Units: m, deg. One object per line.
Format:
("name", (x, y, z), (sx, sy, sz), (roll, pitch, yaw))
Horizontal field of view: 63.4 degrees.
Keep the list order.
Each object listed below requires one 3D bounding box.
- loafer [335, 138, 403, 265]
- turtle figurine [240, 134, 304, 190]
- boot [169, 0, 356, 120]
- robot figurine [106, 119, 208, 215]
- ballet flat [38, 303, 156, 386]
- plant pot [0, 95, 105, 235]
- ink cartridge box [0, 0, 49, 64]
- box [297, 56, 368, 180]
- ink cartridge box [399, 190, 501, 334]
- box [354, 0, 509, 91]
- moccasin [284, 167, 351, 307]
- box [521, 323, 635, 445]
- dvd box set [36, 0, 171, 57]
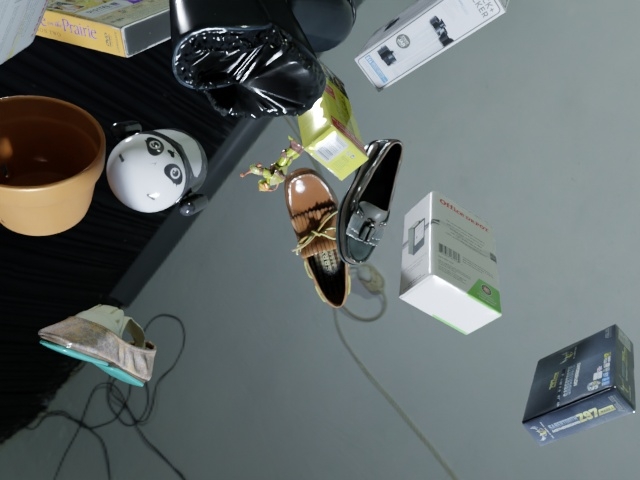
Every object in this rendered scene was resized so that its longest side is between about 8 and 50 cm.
("loafer", (0.100, -0.081, 1.030), (0.084, 0.096, 0.267), (-3, 70, 64))
("turtle figurine", (-0.143, -0.238, 1.696), (0.087, 0.269, 0.217), (43, 99, 18))
("boot", (-0.039, -0.194, 0.502), (0.094, 0.247, 0.207), (-49, 50, 37))
("robot figurine", (-0.354, -0.163, 1.159), (0.209, 0.278, 0.173), (12, 107, 3))
("ballet flat", (-0.381, 0.176, 0.923), (0.108, 0.316, 0.106), (15, 67, 11))
("plant pot", (-0.626, -0.149, 1.144), (0.290, 0.291, 0.203), (57, 147, 27))
("ink cartridge box", (-0.309, -0.230, 0.429), (0.128, 0.127, 0.176), (-52, 25, 23))
("box", (0.008, -0.199, 0.811), (0.058, 0.087, 0.232), (-36, 37, 24))
("ink cartridge box", (0.299, 0.046, 1.198), (0.115, 0.199, 0.272), (-46, 22, 42))
("box", (0.222, -0.431, 1.023), (0.290, 0.087, 0.169), (-25, 26, 39))
("moccasin", (-0.003, 0.001, 1.291), (0.139, 0.379, 0.147), (-10, 28, -1))
("box", (0.490, 0.268, 0.980), (0.059, 0.233, 0.183), (51, 126, 4))
("dvd box set", (-0.491, -0.498, 1.089), (0.421, 0.307, 0.062), (17, 130, 13))
